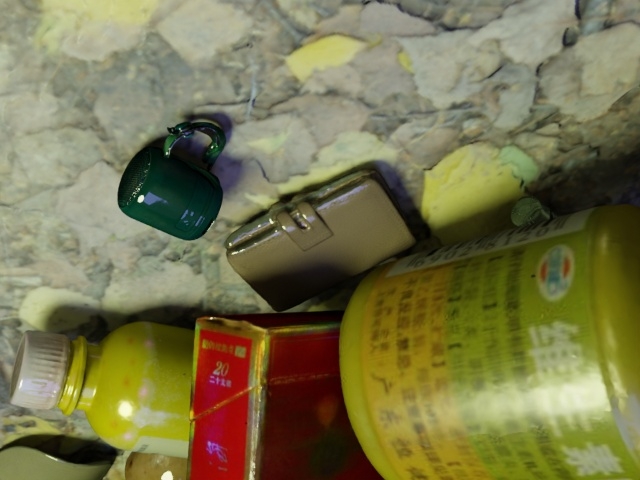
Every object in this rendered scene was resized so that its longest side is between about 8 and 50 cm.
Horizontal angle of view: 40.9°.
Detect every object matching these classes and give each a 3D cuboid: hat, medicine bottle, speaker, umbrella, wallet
[{"bbox_3d":[-0.324,0.314,0.960,0.166,0.144,0.173,22,149,-33],"label":"hat"},{"bbox_3d":[-0.175,0.135,0.803,0.212,0.122,0.122,14,130,-24],"label":"medicine bottle"},{"bbox_3d":[0.226,0.086,0.683,0.384,0.224,0.224,-17,140,34],"label":"medicine bottle"},{"bbox_3d":[-0.113,-0.053,0.683,0.075,0.060,0.094,26,90,-32],"label":"speaker"},{"bbox_3d":[0.249,0.015,0.826,0.188,0.050,0.046,35,98,-37],"label":"umbrella"},{"bbox_3d":[0.000,0.000,0.764,0.153,0.039,0.118,-25,139,10],"label":"wallet"}]

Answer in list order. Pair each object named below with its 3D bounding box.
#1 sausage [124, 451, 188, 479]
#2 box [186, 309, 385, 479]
[{"bbox_3d":[0.035,0.250,0.969,0.501,0.123,0.136,0,101,-13],"label":"sausage"},{"bbox_3d":[-0.026,0.223,0.771,0.089,0.313,0.197,6,-179,40],"label":"box"}]
